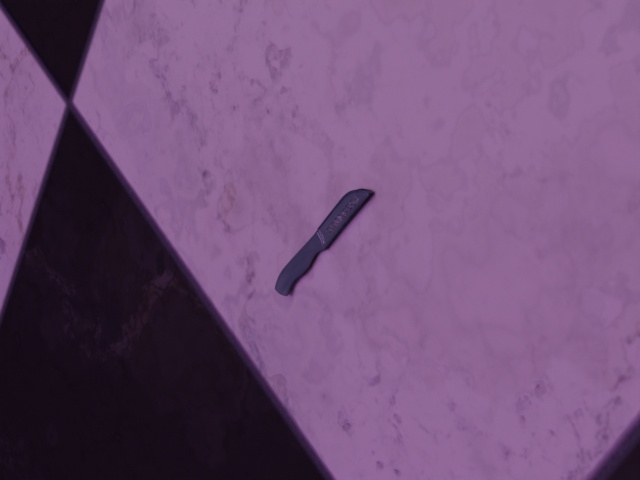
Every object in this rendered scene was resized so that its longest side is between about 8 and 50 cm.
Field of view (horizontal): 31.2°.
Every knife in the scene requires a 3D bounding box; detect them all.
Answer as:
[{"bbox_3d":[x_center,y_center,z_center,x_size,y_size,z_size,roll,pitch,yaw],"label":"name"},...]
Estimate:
[{"bbox_3d":[0.000,0.000,1.336,0.210,0.015,0.028,-51,52,40],"label":"knife"}]
